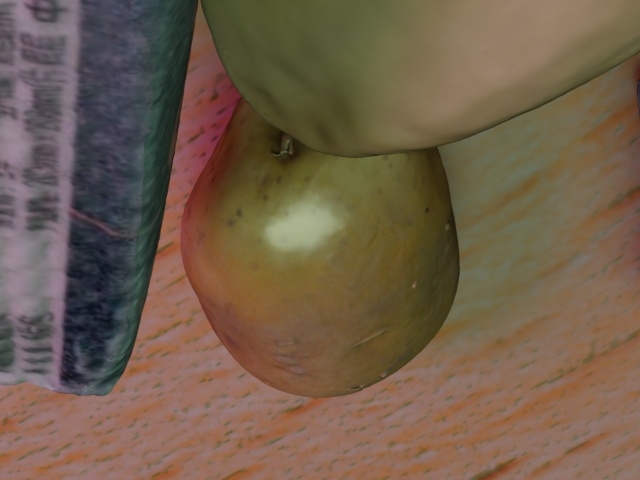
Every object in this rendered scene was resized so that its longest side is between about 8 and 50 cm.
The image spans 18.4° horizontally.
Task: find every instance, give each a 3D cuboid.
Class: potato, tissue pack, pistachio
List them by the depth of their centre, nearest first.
[{"bbox_3d":[-0.084,-0.118,0.598,0.103,0.228,0.316,3,151,-7],"label":"tissue pack"},{"bbox_3d":[0.070,-0.155,0.663,0.214,0.193,0.318,26,126,-19],"label":"pistachio"},{"bbox_3d":[0.000,0.000,0.844,0.109,0.118,0.178,26,153,26],"label":"potato"}]

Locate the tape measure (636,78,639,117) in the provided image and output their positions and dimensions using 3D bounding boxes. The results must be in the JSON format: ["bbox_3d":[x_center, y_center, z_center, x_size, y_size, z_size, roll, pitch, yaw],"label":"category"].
[{"bbox_3d":[0.232,0.004,0.868,0.182,0.107,0.181,-5,127,-1],"label":"tape measure"}]
